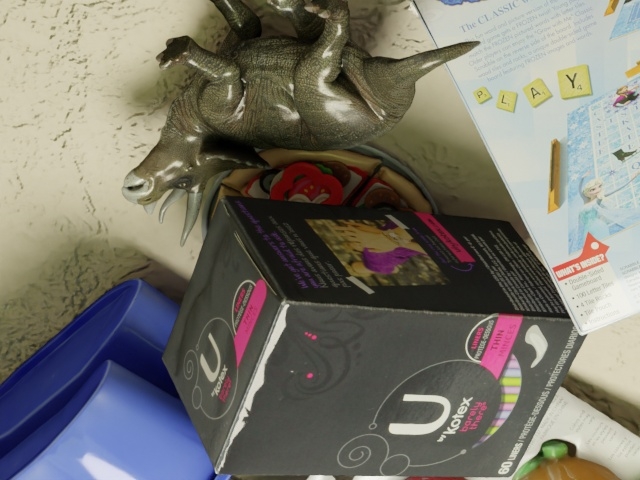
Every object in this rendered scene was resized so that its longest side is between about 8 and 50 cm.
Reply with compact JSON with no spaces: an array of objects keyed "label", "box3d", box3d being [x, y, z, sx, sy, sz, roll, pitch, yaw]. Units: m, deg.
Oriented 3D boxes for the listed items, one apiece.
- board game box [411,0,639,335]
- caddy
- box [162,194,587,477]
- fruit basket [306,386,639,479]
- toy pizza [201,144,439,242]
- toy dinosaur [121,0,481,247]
[{"label":"board game box","box3d":[0.259,-0.133,1.154,0.318,0.066,0.318,-23,102,22]},{"label":"caddy","box3d":[-0.185,0.196,1.418,0.179,0.241,0.341,41,122,-18]},{"label":"box","box3d":[0.041,0.078,1.274,0.270,0.143,0.165,4,122,-28]},{"label":"fruit basket","box3d":[0.151,0.277,1.490,0.353,0.165,0.327,32,99,-2]},{"label":"toy pizza","box3d":[0.000,0.000,1.373,0.201,0.032,0.201,2,129,3]},{"label":"toy dinosaur","box3d":[-0.016,-0.118,1.229,0.313,0.121,0.160,-13,134,23]}]
